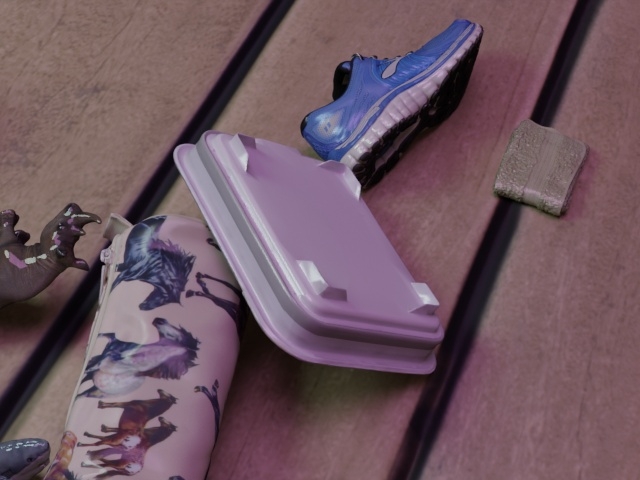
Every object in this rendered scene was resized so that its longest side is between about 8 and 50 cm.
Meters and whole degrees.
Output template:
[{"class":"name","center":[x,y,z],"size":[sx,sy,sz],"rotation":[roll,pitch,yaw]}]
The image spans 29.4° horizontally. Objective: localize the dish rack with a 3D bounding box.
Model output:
[{"class":"dish rack","center":[0.000,0.000,1.402],"size":[0.285,0.072,0.333],"rotation":[11,37,-46]}]

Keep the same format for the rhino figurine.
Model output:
[{"class":"rhino figurine","center":[-0.347,0.026,1.378],"size":[0.243,0.073,0.106],"rotation":[-23,55,15]}]

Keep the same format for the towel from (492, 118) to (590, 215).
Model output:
[{"class":"towel","center":[0.296,-0.101,1.644],"size":[0.110,0.027,0.148],"rotation":[20,51,11]}]

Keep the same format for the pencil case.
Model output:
[{"class":"pencil case","center":[-0.189,0.163,1.279],"size":[0.183,0.160,0.410],"rotation":[15,50,-4]}]

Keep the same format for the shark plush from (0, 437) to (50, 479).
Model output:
[{"class":"shark plush","center":[-0.361,0.220,1.273],"size":[0.161,0.067,0.073],"rotation":[13,50,3]}]

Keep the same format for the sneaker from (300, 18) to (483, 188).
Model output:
[{"class":"sneaker","center":[0.098,-0.216,1.650],"size":[0.147,0.130,0.330],"rotation":[36,56,18]}]

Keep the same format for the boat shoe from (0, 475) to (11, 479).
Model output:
[{"class":"boat shoe","center":[-0.384,0.279,1.188],"size":[0.183,0.083,0.065],"rotation":[-14,50,-22]}]
